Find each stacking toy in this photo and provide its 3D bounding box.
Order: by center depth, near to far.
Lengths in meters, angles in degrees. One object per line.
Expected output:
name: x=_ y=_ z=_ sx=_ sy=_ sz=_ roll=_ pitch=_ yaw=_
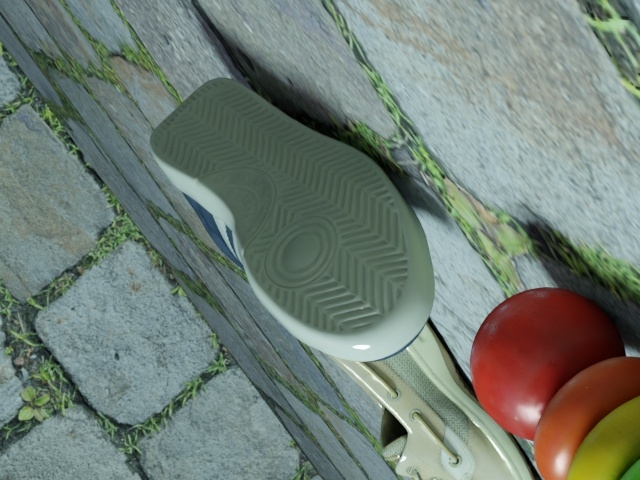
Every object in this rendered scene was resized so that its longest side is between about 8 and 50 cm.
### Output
stacking toy: x=0.189 y=0.133 z=0.798 sx=0.330 sy=0.141 sz=0.141 roll=52 pitch=173 yaw=46

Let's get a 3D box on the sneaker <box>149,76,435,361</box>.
sneaker: x=0.000 y=0.000 z=1.173 sx=0.148 sy=0.131 sz=0.350 roll=51 pitch=179 yaw=-40

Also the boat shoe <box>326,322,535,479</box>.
boat shoe: x=0.093 y=0.163 z=1.358 sx=0.302 sy=0.098 sz=0.109 roll=56 pitch=170 yaw=-19
